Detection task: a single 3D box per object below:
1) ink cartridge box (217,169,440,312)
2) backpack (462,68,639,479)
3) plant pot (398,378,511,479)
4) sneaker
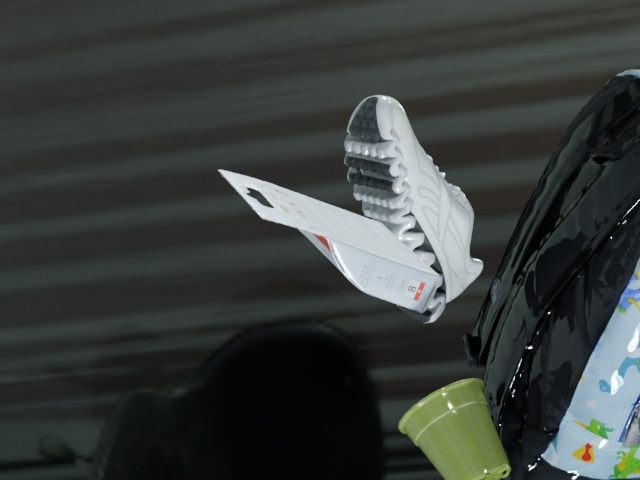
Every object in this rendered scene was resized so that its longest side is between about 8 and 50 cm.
[{"bbox_3d":[0.000,0.000,1.228,0.045,0.179,0.145,-68,-155,12],"label":"ink cartridge box"},{"bbox_3d":[0.277,0.023,1.191,0.290,0.273,0.355,-88,-179,-56],"label":"backpack"},{"bbox_3d":[0.120,0.173,1.174,0.079,0.083,0.083,62,3,26],"label":"plant pot"},{"bbox_3d":[0.114,-0.049,1.647,0.110,0.118,0.292,27,-39,53],"label":"sneaker"}]
